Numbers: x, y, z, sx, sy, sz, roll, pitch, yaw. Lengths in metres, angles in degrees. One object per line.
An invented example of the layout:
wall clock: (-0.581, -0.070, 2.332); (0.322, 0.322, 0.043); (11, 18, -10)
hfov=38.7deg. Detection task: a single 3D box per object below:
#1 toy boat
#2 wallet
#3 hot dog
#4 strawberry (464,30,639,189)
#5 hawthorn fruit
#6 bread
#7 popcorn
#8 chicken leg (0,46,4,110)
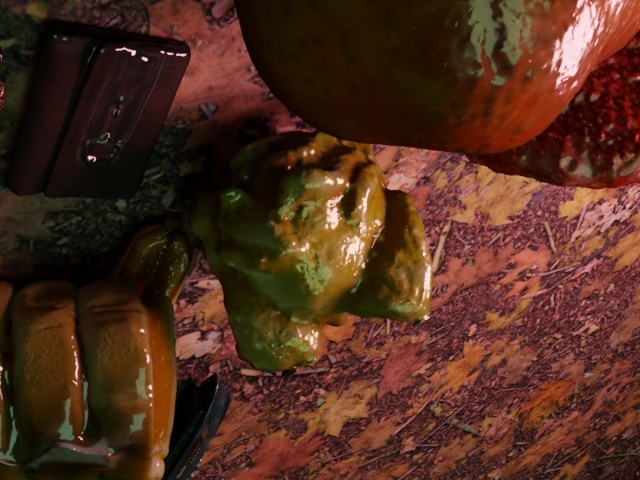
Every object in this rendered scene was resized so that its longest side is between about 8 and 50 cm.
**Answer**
toy boat: (-0.225, 0.320, 1.549); (0.103, 0.093, 0.246); (20, 118, -23)
wallet: (-0.263, -0.142, 1.072); (0.182, 0.049, 0.229); (-2, 133, -40)
hot dog: (-0.257, 0.076, 1.285); (0.100, 0.068, 0.249); (21, 115, -25)
strawberry: (0.320, -0.196, 1.217); (0.312, 0.351, 0.267); (-40, 151, -4)
hawthorn fruit: (0.121, -0.324, 0.872); (0.472, 0.472, 0.472); (-21, 140, -19)
bread: (-0.357, 0.203, 1.183); (0.341, 0.210, 0.300); (6, 119, -15)
popcorn: (0.007, -0.008, 1.189); (0.321, 0.325, 0.290); (-33, 136, -32)
chicken leg: (-0.373, -0.154, 0.983); (0.062, 0.037, 0.145); (9, 126, -16)
